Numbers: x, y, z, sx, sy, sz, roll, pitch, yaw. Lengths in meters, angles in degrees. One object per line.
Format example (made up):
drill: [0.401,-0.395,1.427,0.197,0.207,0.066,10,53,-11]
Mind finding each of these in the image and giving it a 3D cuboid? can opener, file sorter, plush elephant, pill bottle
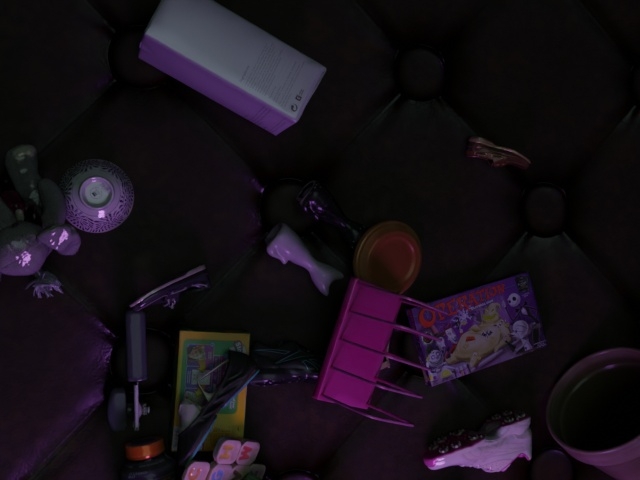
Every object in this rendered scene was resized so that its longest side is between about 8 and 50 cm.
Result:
can opener: [-0.430,0.294,1.831,0.093,0.074,0.280,3,87,-15]
file sorter: [0.150,0.262,1.875,0.202,0.182,0.291,23,83,-48]
plush elephant: [-0.643,-0.017,1.687,0.272,0.255,0.330,-32,97,-15]
pill bottle: [-0.375,0.565,1.807,0.130,0.130,0.246,-8,90,-16]

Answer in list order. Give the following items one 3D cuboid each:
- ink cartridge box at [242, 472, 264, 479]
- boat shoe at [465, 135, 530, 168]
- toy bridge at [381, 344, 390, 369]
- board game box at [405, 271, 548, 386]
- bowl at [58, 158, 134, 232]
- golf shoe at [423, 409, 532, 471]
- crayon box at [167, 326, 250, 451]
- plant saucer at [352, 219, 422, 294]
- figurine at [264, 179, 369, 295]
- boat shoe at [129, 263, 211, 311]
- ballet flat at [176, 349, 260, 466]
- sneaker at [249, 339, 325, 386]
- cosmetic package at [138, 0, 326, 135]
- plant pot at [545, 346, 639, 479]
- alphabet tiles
ink cartridge box: [-0.184,0.650,1.808,0.208,0.087,0.153,-41,140,-42]
boat shoe: [0.460,-0.217,2.120,0.178,0.064,0.060,19,88,-8]
toy bridge: [0.138,0.230,2.024,0.063,0.026,0.188,-22,94,-17]
board game box: [0.405,0.224,2.094,0.346,0.056,0.208,-16,88,-16]
bowl: [-0.502,-0.103,1.823,0.170,0.080,0.170,0,89,-16]
golf shoe: [0.408,0.536,2.049,0.306,0.115,0.140,-16,96,-15]
crayon box: [-0.257,0.343,1.876,0.165,0.081,0.278,5,87,-16]
plant saucer: [0.173,0.050,2.006,0.200,0.037,0.200,-6,104,-27]
figurine: [0.000,0.000,1.967,0.209,0.092,0.215,40,79,-15]
boat shoe: [-0.335,0.121,1.847,0.206,0.075,0.065,-28,97,-36]
ballet flat: [-0.250,0.360,1.793,0.096,0.095,0.280,38,68,-2]
sneaker: [-0.044,0.286,1.931,0.267,0.101,0.106,4,68,-27]
cosmetic package: [-0.209,-0.407,1.853,0.385,0.217,0.156,30,80,-15]
plant pot: [0.790,0.481,2.084,0.323,0.323,0.280,-49,117,-12]
alphabet tiles: [-0.228,0.577,1.813,0.278,0.021,0.284,27,84,-54]
